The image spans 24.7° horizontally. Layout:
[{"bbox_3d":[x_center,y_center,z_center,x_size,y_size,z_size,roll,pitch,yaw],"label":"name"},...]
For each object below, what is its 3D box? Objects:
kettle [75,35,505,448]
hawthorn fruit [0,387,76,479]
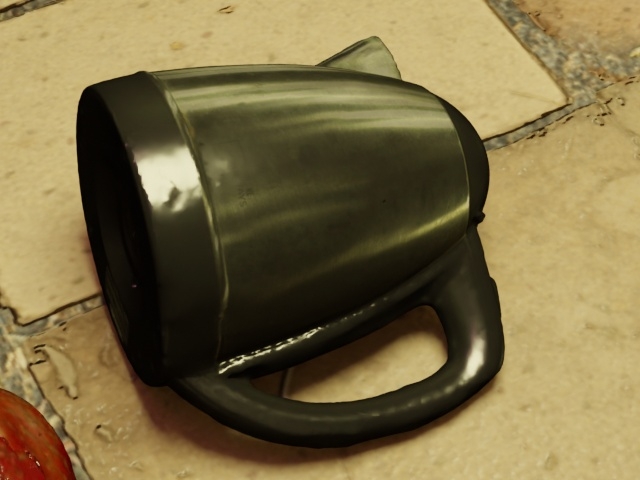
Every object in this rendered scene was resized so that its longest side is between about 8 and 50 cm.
[{"bbox_3d":[-0.002,-0.016,0.981,0.271,0.207,0.251,-14,45,-20],"label":"kettle"},{"bbox_3d":[-0.205,0.195,0.836,0.181,0.181,0.235,-25,65,-18],"label":"hawthorn fruit"}]
